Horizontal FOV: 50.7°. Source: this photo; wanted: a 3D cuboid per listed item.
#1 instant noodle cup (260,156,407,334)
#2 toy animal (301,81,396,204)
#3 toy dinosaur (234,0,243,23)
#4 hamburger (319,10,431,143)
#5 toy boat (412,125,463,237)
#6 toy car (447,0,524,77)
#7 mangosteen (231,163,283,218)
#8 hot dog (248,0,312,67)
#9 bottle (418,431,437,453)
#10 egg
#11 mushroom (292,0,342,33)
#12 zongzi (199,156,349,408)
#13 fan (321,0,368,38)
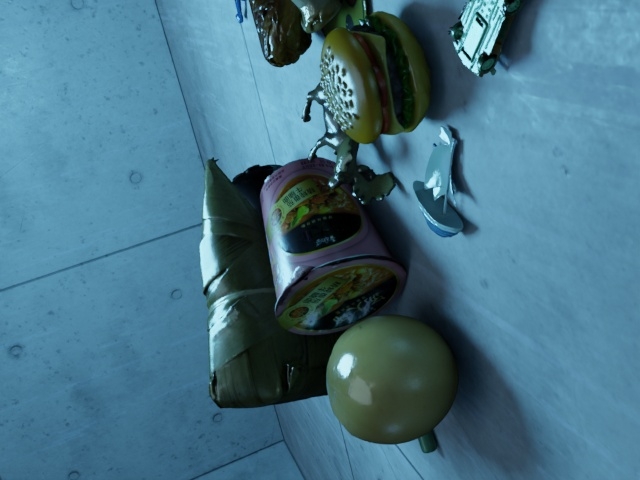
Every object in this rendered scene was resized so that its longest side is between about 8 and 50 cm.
[{"bbox_3d":[0.000,0.000,1.175,0.244,0.243,0.255,93,160,-55],"label":"instant noodle cup"},{"bbox_3d":[0.033,-0.159,1.064,0.186,0.093,0.214,2,103,66],"label":"toy animal"},{"bbox_3d":[-0.176,-0.542,1.369,0.144,0.076,0.329,66,169,-10],"label":"toy dinosaur"},{"bbox_3d":[0.065,-0.201,0.842,0.162,0.115,0.162,161,90,-77],"label":"hamburger"},{"bbox_3d":[0.146,-0.075,0.870,0.105,0.034,0.149,35,142,63],"label":"toy boat"},{"bbox_3d":[0.161,-0.214,0.640,0.059,0.035,0.122,63,155,28],"label":"toy car"},{"bbox_3d":[-0.109,-0.055,1.489,0.243,0.243,0.243,160,90,-75],"label":"mangosteen"},{"bbox_3d":[-0.070,-0.392,1.095,0.160,0.099,0.227,100,153,-74],"label":"hot dog"},{"bbox_3d":[0.192,0.354,1.266,0.030,0.030,0.083,160,91,-75],"label":"bottle"},{"bbox_3d":[0.113,0.212,1.047,0.244,0.201,0.201,-33,77,61],"label":"egg"},{"bbox_3d":[-0.029,-0.399,0.941,0.097,0.088,0.213,2,121,42],"label":"mushroom"},{"bbox_3d":[-0.047,0.093,1.406,0.500,0.218,0.467,16,-114,-61],"label":"zongzi"},{"bbox_3d":[0.018,-0.396,0.968,0.335,0.011,0.230,87,158,-48],"label":"fan"}]
